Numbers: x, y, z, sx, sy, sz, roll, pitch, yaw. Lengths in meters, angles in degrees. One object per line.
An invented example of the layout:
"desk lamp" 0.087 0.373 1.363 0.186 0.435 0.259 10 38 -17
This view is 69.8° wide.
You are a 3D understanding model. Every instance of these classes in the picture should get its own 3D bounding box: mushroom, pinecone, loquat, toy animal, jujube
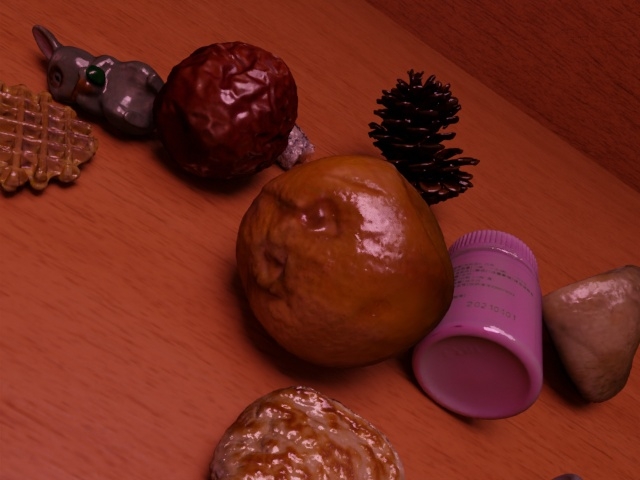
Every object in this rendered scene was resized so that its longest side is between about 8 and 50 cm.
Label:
"mushroom" 0.541 0.175 0.865 0.292 0.212 0.217 20 44 -66
"pinecone" 0.211 -0.208 0.967 0.246 0.292 0.246 -4 18 1
"loquat" 0.034 0.028 0.607 0.276 0.276 0.284 50 21 17
"toy animal" -0.357 -0.245 0.725 0.236 0.108 0.138 20 -8 12
"jujube" -0.141 -0.201 0.739 0.213 0.213 0.232 38 46 2

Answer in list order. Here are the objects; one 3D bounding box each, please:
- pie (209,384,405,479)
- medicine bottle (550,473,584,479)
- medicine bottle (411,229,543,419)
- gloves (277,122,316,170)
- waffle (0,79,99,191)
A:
"pie" -0.012 0.250 0.467 0.205 0.084 0.179 32 36 -3
"medicine bottle" 0.371 0.419 0.583 0.090 0.090 0.217 -16 62 -46
"medicine bottle" 0.262 0.120 0.743 0.178 0.178 0.291 37 37 0
"gloves" -0.084 -0.214 0.909 0.153 0.070 0.114 39 38 7
"waffle" -0.394 -0.145 0.616 0.192 0.046 0.160 41 37 7
